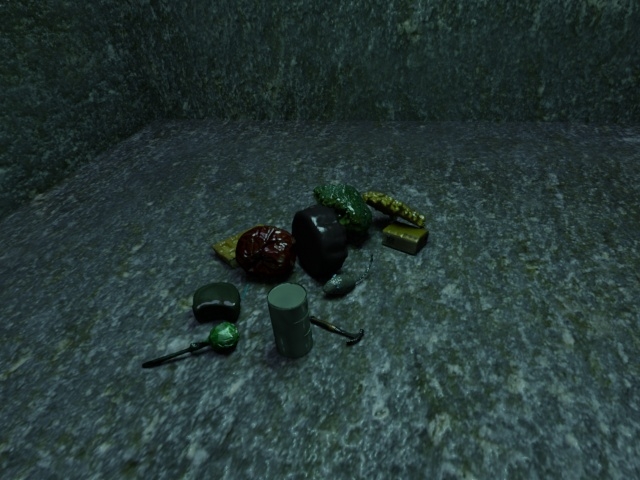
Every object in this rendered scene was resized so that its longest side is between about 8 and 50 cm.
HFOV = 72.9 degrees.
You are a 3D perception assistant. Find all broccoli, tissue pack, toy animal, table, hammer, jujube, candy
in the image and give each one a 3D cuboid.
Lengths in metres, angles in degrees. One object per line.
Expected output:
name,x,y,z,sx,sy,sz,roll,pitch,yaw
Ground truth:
broccoli,0.086,-0.108,1.876,0.308,0.307,0.275,28,75,39
tissue pack,0.362,-0.017,1.858,0.169,0.082,0.120,21,39,32
toy animal,0.118,0.143,1.650,0.253,0.079,0.070,-26,61,-27
table,-0.095,0.255,1.379,0.127,0.219,0.126,-3,34,2
hammer,0.044,0.301,1.474,0.201,0.021,0.078,16,39,28
jujube,-0.214,0.041,1.722,0.233,0.212,0.212,4,35,13
candy,-0.424,0.352,1.415,0.324,0.096,0.097,-18,36,-7

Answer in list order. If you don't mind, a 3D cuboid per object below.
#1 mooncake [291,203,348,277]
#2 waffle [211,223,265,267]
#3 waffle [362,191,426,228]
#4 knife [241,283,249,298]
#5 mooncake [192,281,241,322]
mooncake,0.000,0.000,1.703,0.142,0.282,0.283,-16,35,-25
waffle,-0.321,0.019,1.905,0.274,0.057,0.168,-28,40,-31
waffle,0.315,-0.146,1.900,0.260,0.068,0.293,27,-1,-33
knife,-0.293,0.196,1.682,0.014,0.005,0.091,3,34,8
mooncake,-0.369,0.232,1.553,0.175,0.104,0.168,16,35,24
